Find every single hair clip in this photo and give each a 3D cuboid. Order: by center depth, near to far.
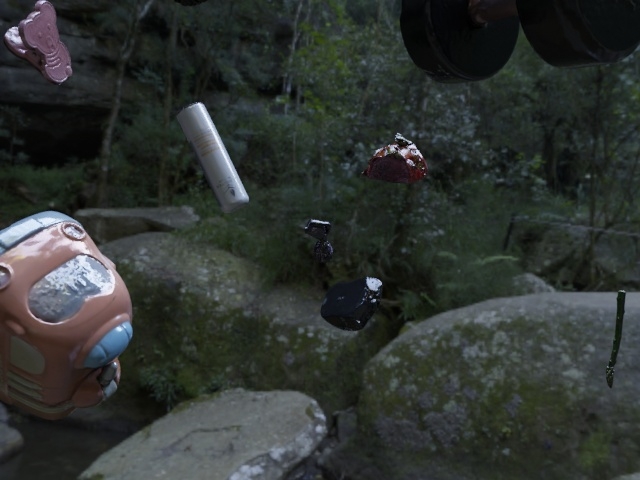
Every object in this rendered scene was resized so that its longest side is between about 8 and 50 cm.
[{"bbox_3d":[-0.551,-0.390,1.181,0.102,0.123,0.138,-24,-56,35],"label":"hair clip"}]

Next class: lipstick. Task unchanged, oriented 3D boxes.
[{"bbox_3d":[-0.136,-0.104,0.746,0.040,0.141,0.040,-26,-1,0],"label":"lipstick"}]

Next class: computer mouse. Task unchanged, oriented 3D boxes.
[{"bbox_3d":[0.076,0.152,1.363,0.073,0.122,0.217,29,-19,-18],"label":"computer mouse"}]

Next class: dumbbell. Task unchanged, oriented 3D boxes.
[{"bbox_3d":[0.202,-0.246,0.600,0.152,0.152,0.218,4,5,-33],"label":"dumbbell"}]

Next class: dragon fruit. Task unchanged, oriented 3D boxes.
[{"bbox_3d":[0.170,-0.191,1.357,0.147,0.096,0.102,11,37,32],"label":"dragon fruit"}]

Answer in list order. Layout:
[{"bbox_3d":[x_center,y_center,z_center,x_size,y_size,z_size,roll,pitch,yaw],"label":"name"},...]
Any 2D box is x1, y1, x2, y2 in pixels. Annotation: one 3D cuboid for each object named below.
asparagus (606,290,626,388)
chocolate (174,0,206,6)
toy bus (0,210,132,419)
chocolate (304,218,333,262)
[{"bbox_3d":[0.491,0.164,0.975,0.016,0.162,0.016,13,-4,-40],"label":"asparagus"},{"bbox_3d":[-0.190,-0.440,0.841,0.156,0.156,0.133,-3,-31,28],"label":"chocolate"},{"bbox_3d":[-0.371,0.120,0.798,0.232,0.287,0.194,36,40,9],"label":"toy bus"},{"bbox_3d":[0.003,-0.002,1.569,0.072,0.070,0.147,-37,-28,-16],"label":"chocolate"}]
